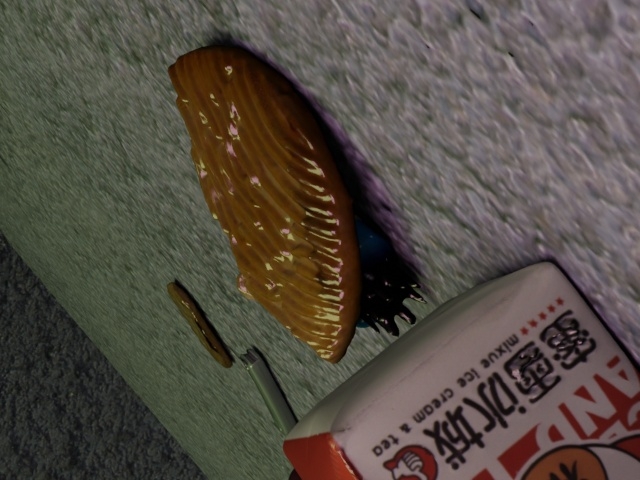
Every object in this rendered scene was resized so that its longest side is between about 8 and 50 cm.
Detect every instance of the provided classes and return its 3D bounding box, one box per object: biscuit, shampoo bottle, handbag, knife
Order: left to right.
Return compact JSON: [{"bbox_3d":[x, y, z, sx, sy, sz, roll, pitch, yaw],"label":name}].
[{"bbox_3d":[-0.160,0.113,1.705,0.147,0.018,0.071,58,166,-27],"label":"biscuit"},{"bbox_3d":[-0.044,-0.034,0.879,0.228,0.031,0.176,47,139,30],"label":"biscuit"},{"bbox_3d":[-0.064,0.186,1.582,0.044,0.023,0.162,43,164,42],"label":"knife"},{"bbox_3d":[0.000,0.000,0.913,0.183,0.050,0.087,41,152,36],"label":"shampoo bottle"},{"bbox_3d":[0.131,0.178,0.715,0.298,0.171,0.151,53,164,0],"label":"handbag"}]

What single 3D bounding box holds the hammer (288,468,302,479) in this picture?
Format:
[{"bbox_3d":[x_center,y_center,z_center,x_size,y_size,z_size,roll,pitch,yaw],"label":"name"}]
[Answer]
[{"bbox_3d":[0.084,0.225,0.941,0.242,0.095,0.409,46,179,30],"label":"hammer"}]
